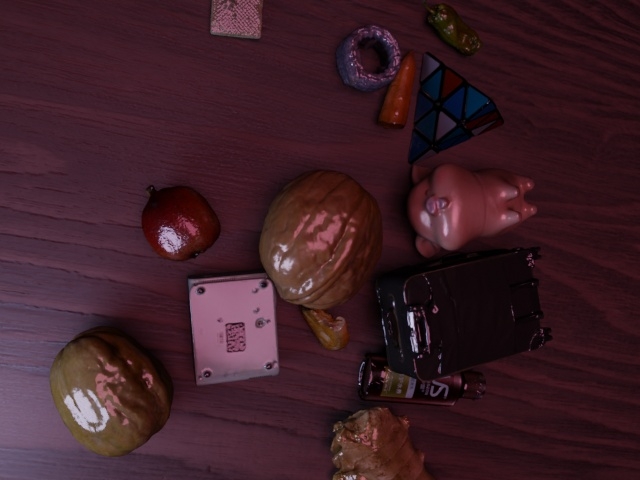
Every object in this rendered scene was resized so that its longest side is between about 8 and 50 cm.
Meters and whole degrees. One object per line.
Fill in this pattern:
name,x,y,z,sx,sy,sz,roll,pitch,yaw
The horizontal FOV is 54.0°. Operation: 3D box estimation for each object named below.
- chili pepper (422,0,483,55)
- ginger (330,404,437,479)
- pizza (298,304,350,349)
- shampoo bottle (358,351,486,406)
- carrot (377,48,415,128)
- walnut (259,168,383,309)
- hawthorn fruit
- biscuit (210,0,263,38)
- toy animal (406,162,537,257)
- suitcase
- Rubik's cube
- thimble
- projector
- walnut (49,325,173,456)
chili pepper,0.314,-0.537,1.549,0.204,0.073,0.072,34,68,-25
ginger,0.166,0.582,1.560,0.236,0.166,0.376,-35,96,-18
pizza,0.008,0.199,1.514,0.161,0.182,0.062,35,69,26
shampoo bottle,0.262,0.360,1.603,0.322,0.084,0.129,9,95,-15
carrot,0.199,-0.372,1.536,0.072,0.072,0.205,18,87,-14
walnut,0.002,0.001,1.417,0.252,0.277,0.313,26,81,24
hawthorn fruit,-0.313,-0.048,1.390,0.169,0.169,0.188,-31,98,-10
biscuit,-0.189,-0.569,1.438,0.121,0.040,0.200,2,95,-12
toy animal,0.359,-0.089,1.521,0.326,0.269,0.237,-5,87,-51
suitcase,0.344,0.166,1.532,0.433,0.194,0.283,-12,95,-24
Rubik's cube,0.397,-0.318,1.546,0.234,0.250,0.285,7,88,-33
thimble,0.115,-0.432,1.494,0.150,0.098,0.150,-1,94,-14
projector,-0.202,0.199,1.463,0.198,0.108,0.251,-4,95,-14
walnut,-0.453,0.323,1.356,0.282,0.227,0.283,8,118,15
